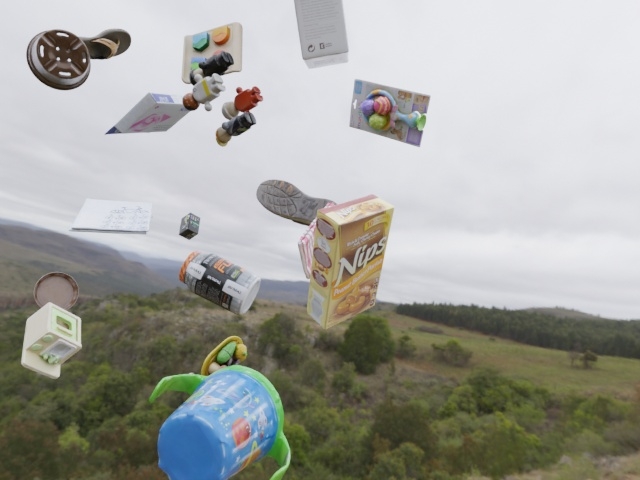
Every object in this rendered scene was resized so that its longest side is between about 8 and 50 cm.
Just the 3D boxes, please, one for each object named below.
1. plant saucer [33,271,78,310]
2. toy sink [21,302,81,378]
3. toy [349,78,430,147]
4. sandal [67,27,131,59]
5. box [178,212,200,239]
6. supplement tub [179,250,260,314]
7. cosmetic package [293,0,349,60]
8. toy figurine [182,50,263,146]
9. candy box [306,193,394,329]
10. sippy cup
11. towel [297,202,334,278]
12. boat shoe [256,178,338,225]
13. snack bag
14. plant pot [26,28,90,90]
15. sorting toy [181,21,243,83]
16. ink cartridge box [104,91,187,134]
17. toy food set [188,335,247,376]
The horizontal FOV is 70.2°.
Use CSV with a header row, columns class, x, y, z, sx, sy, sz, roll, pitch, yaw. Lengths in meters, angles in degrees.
class,x,y,z,sx,sy,sz,roll,pitch,yaw
plant saucer,-1.104,0.217,1.900,0.029,0.168,0.168,-12,-21,42
toy sink,-1.015,0.377,1.734,0.153,0.131,0.234,49,5,-42
toy,0.169,-0.344,1.227,0.237,0.137,0.056,24,33,29
sandal,-0.707,-0.622,1.463,0.060,0.090,0.219,40,45,22
box,-0.519,-0.057,1.806,0.062,0.083,0.052,-28,-41,31
supplement tub,-0.438,0.178,1.981,0.316,0.193,0.193,25,-4,7
cosmetic package,-0.009,-0.843,1.543,0.161,0.453,0.230,-8,13,5
toy figurine,-0.287,-0.407,1.316,0.148,0.209,0.213,-21,-45,27
candy box,0.071,0.055,1.153,0.183,0.316,0.087,-19,41,-35
sippy cup,-0.227,0.419,0.999,0.305,0.240,0.224,-6,-1,17
towel,0.000,0.000,1.331,0.029,0.197,0.144,13,-43,28
boat shoe,-0.077,-0.112,1.671,0.355,0.132,0.130,25,-13,20
snack bag,-0.944,-0.120,2.101,0.323,0.037,0.342,2,27,-15
plant pot,-0.726,-0.511,1.274,0.167,0.167,0.165,16,4,-35
sorting toy,-0.358,-0.618,1.490,0.208,0.193,0.038,-6,-17,14
ink cartridge box,-0.797,-0.577,2.163,0.330,0.071,0.324,-32,3,24
toy food set,-0.299,0.400,1.426,0.071,0.128,0.218,16,42,33
